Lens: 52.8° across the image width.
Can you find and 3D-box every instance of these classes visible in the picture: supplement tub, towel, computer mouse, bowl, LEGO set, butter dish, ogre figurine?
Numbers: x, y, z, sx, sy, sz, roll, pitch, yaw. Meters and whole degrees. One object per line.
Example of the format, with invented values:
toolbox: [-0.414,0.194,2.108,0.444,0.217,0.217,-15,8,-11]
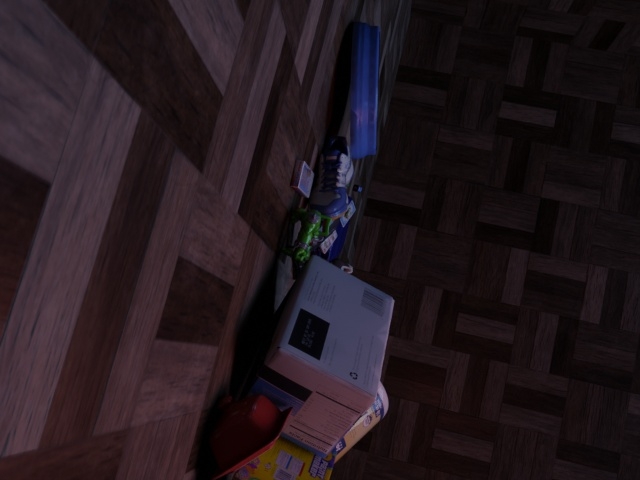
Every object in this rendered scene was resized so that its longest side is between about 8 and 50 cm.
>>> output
supplement tub: [0.001,0.466,1.709,0.316,0.228,0.228,-36,150,-29]
towel: [0.037,-0.045,2.143,0.308,0.076,0.227,-19,125,-79]
computer mouse: [0.000,0.000,1.805,0.184,0.060,0.262,95,21,-51]
bowl: [0.132,-0.433,1.879,0.391,0.077,0.390,2,90,-85]
LEGO set: [0.038,-0.108,1.934,0.244,0.060,0.182,-54,147,-23]
butter dish: [-0.151,0.347,1.223,0.160,0.118,0.160,-36,-179,12]
ogre figurine: [-0.033,-0.016,1.549,0.118,0.097,0.197,-67,162,6]

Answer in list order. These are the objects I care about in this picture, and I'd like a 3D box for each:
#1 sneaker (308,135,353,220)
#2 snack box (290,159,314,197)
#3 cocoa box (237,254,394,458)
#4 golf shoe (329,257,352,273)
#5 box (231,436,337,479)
sneaker: [0.022,-0.174,1.746,0.296,0.112,0.130,-79,166,-50]
snack box: [-0.041,-0.145,1.543,0.178,0.022,0.064,30,74,-82]
cocoa box: [-0.005,0.247,1.427,0.228,0.232,0.347,-58,-174,32]
golf shoe: [0.030,0.151,2.217,0.272,0.120,0.105,-68,170,-46]
box: [-0.120,0.566,1.324,0.279,0.177,0.290,-63,175,12]
